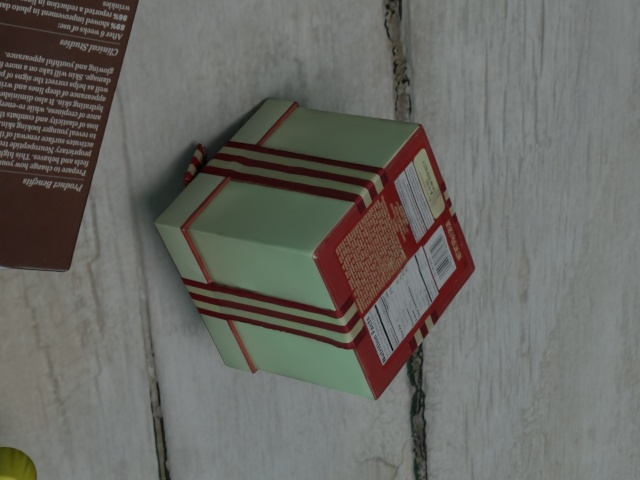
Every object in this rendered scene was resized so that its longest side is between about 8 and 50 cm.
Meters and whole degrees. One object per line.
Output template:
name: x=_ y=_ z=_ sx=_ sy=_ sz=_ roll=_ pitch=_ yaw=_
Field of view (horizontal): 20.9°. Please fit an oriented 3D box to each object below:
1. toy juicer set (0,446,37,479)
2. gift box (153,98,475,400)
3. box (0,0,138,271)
toy juicer set: x=-0.478 y=0.241 z=1.798 sx=0.329 sy=0.089 sz=0.209 roll=34 pitch=99 yaw=-17
gift box: x=0.000 y=0.000 z=1.930 sx=0.276 sy=0.258 sz=0.255 roll=-47 pitch=132 yaw=-36
box: x=-0.307 y=-0.170 z=1.688 sx=0.191 sy=0.143 sz=0.381 roll=6 pitch=106 yaw=-39
